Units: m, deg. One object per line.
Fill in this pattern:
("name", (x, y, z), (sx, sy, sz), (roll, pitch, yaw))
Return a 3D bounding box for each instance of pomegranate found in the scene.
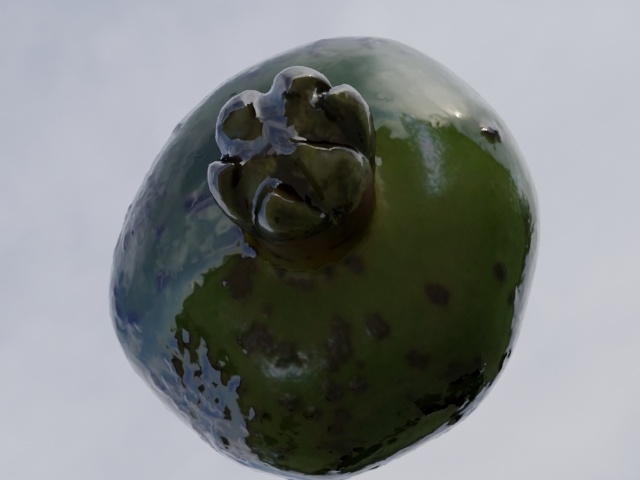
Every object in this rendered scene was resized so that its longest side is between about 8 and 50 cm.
("pomegranate", (0.000, 0.000, 0.811), (0.202, 0.202, 0.248), (-38, -21, -2))
